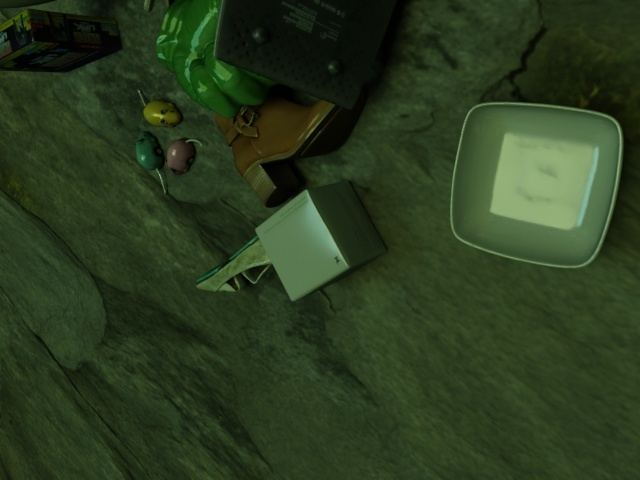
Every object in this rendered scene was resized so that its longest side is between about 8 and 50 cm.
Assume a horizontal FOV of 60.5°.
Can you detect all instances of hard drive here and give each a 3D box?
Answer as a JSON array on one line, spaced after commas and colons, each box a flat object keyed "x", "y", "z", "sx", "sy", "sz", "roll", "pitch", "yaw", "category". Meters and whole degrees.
[{"x": 0.000, "y": -0.270, "z": 0.511, "sx": 0.054, "sy": 0.171, "sz": 0.255, "roll": 35, "pitch": 109, "yaw": 55, "category": "hard drive"}]

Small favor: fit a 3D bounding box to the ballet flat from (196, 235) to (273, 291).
[{"x": -0.115, "y": 0.045, "z": 0.766, "sx": 0.168, "sy": 0.057, "sz": 0.052, "roll": -33, "pitch": 92, "yaw": 38, "category": "ballet flat"}]

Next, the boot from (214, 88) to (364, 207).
[{"x": -0.050, "y": -0.153, "z": 0.655, "sx": 0.197, "sy": 0.073, "sz": 0.152, "roll": -43, "pitch": 70, "yaw": 31, "category": "boot"}]

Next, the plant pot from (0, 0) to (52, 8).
[{"x": -0.344, "y": -0.443, "z": 0.696, "sx": 0.190, "sy": 0.284, "sz": 0.284, "roll": 3, "pitch": 107, "yaw": 0, "category": "plant pot"}]

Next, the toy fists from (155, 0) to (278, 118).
[{"x": -0.071, "y": -0.273, "z": 0.593, "sx": 0.142, "sy": 0.096, "sz": 0.279, "roll": 34, "pitch": 102, "yaw": 18, "category": "toy fists"}]

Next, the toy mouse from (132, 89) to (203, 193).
[{"x": -0.239, "y": -0.134, "z": 0.822, "sx": 0.161, "sy": 0.031, "sz": 0.143, "roll": 26, "pitch": 117, "yaw": 28, "category": "toy mouse"}]

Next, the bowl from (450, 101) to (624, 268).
[{"x": 0.199, "y": -0.054, "z": 0.506, "sx": 0.142, "sy": 0.053, "sz": 0.142, "roll": 16, "pitch": 111, "yaw": 33, "category": "bowl"}]

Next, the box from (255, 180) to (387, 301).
[{"x": 0.000, "y": 0.000, "z": 0.645, "sx": 0.101, "sy": 0.087, "sz": 0.102, "roll": -34, "pitch": 82, "yaw": 37, "category": "box"}]

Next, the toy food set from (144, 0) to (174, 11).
[{"x": -0.146, "y": -0.327, "z": 0.633, "sx": 0.038, "sy": 0.192, "sz": 0.132, "roll": 20, "pitch": 122, "yaw": -8, "category": "toy food set"}]

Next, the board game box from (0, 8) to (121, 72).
[{"x": -0.416, "y": -0.298, "z": 0.838, "sx": 0.170, "sy": 0.141, "sz": 0.048, "roll": -3, "pitch": 99, "yaw": 37, "category": "board game box"}]
